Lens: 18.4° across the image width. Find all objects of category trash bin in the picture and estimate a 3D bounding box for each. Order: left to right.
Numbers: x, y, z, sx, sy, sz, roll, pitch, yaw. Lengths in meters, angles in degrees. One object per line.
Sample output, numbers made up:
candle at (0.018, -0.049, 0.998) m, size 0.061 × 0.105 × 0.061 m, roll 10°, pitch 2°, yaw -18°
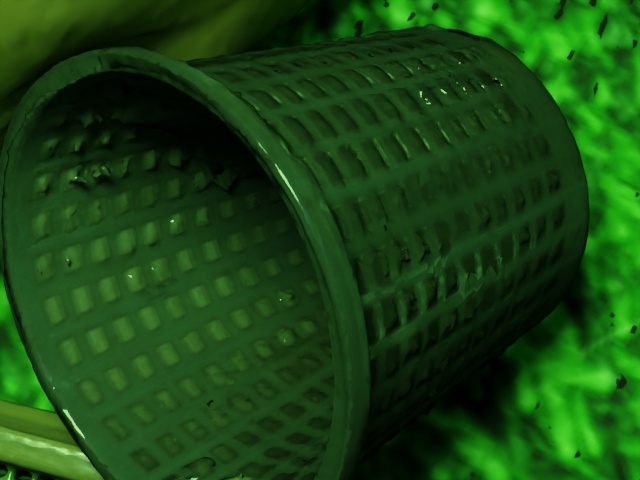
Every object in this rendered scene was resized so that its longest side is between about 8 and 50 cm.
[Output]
trash bin at (0.000, 0.000, 0.685) m, size 0.161 × 0.175 × 0.175 m, roll -23°, pitch 68°, yaw -42°

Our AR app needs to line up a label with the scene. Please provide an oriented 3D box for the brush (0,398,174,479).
brush at (-0.168, 0.071, 0.744) m, size 0.282 × 0.054 × 0.048 m, roll 14°, pitch 94°, yaw 10°

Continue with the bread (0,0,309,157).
bread at (-0.205, -0.188, 0.724) m, size 0.348 × 0.253 × 0.376 m, roll -32°, pitch 71°, yaw -1°
